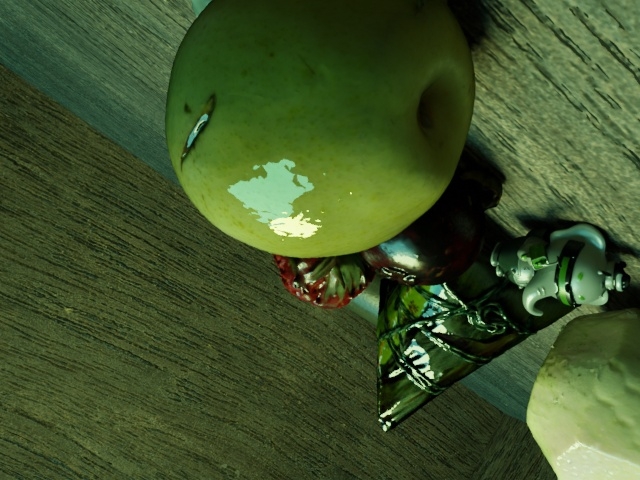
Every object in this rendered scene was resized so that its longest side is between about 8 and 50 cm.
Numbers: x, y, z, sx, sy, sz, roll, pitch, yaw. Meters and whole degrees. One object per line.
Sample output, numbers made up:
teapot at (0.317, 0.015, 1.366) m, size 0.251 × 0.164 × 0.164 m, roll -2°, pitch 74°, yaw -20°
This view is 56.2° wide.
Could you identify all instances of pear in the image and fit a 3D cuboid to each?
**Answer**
pear at (0.004, -0.127, 0.611) m, size 0.309 × 0.309 × 0.309 m, roll 31°, pitch 169°, yaw 6°

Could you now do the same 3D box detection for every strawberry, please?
strawberry at (0.003, 0.001, 1.291) m, size 0.261 × 0.261 × 0.257 m, roll 39°, pitch 169°, yaw -34°

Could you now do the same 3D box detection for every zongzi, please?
zongzi at (0.219, 0.116, 1.161) m, size 0.319 × 0.383 × 0.362 m, roll 28°, pitch -153°, yaw -24°

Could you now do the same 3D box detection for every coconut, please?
coconut at (0.520, 0.278, 0.935) m, size 0.352 × 0.352 × 0.352 m, roll 31°, pitch 169°, yaw 6°

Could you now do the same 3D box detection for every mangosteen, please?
mangosteen at (0.143, -0.034, 0.862) m, size 0.210 × 0.210 × 0.210 m, roll 31°, pitch 169°, yaw 6°

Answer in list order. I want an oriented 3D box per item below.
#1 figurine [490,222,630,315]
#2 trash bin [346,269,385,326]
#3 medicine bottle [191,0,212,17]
figurine at (0.346, 0.042, 0.871) m, size 0.192 × 0.126 × 0.147 m, roll 6°, pitch 136°, yaw 41°
trash bin at (0.209, 0.141, 1.458) m, size 0.301 × 0.203 × 0.252 m, roll 31°, pitch 149°, yaw 6°
medicine bottle at (-0.123, -0.300, 0.798) m, size 0.208 × 0.054 × 0.090 m, roll 38°, pitch 167°, yaw -30°
